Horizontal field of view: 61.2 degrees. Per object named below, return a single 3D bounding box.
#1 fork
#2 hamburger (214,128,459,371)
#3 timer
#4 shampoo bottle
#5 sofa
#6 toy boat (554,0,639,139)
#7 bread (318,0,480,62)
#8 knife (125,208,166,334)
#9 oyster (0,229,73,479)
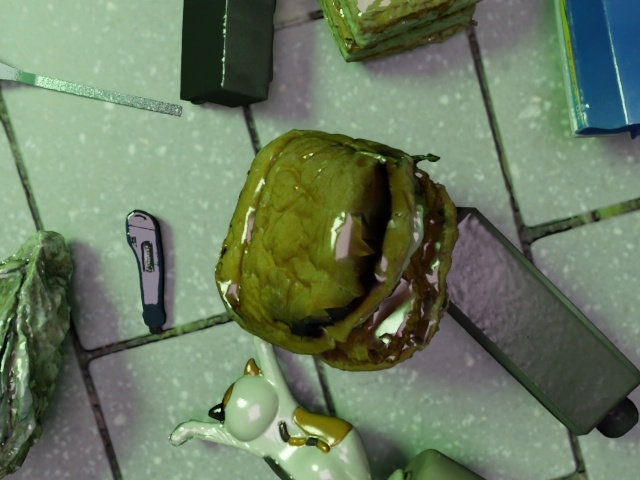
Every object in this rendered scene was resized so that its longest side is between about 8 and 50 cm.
[{"bbox_3d":[-0.246,-0.147,0.497,0.234,0.021,0.039,11,97,-1],"label":"fork"},{"bbox_3d":[0.000,0.000,0.427,0.206,0.130,0.183,16,87,37],"label":"hamburger"},{"bbox_3d":[0.007,0.204,0.474,0.266,0.175,0.175,39,93,14],"label":"timer"},{"bbox_3d":[0.184,0.078,0.483,0.246,0.080,0.079,44,93,-3],"label":"shampoo bottle"},{"bbox_3d":[-0.078,-0.196,0.479,0.060,0.085,0.147,0,94,-41],"label":"sofa"},{"bbox_3d":[0.268,-0.233,0.467,0.129,0.088,0.296,-5,83,1],"label":"toy boat"},{"bbox_3d":[0.051,-0.261,0.451,0.138,0.102,0.196,-20,95,4],"label":"bread"},{"bbox_3d":[-0.163,0.031,0.510,0.031,0.018,0.121,-4,94,-7],"label":"knife"},{"bbox_3d":[-0.316,0.126,0.482,0.267,0.112,0.199,-31,72,10],"label":"oyster"}]
